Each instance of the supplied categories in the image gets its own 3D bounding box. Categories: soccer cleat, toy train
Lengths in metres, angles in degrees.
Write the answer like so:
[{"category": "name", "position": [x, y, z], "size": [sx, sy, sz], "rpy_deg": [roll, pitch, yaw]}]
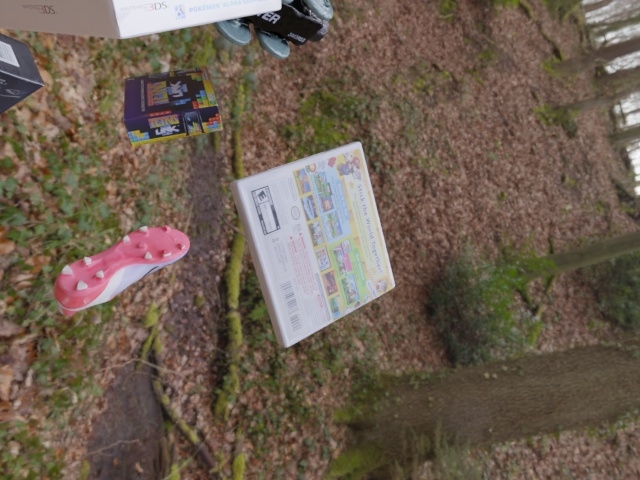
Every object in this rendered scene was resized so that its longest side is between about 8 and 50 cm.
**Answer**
[{"category": "soccer cleat", "position": [-0.336, 0.047, 0.888], "size": [0.083, 0.095, 0.248], "rpy_deg": [45, 41, 11]}, {"category": "toy train", "position": [-0.116, -0.391, 0.745], "size": [0.334, 0.142, 0.190], "rpy_deg": [-2, 67, -53]}]

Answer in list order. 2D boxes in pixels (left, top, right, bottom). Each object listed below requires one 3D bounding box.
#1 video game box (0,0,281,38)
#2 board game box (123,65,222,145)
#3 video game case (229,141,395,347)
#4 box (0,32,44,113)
[{"category": "video game box", "position": [-0.173, -0.232, 0.491], "size": [0.187, 0.205, 0.048], "rpy_deg": [-32, 130, -43]}, {"category": "board game box", "position": [-0.242, -0.224, 0.839], "size": [0.170, 0.141, 0.048], "rpy_deg": [-115, -163, -49]}, {"category": "video game case", "position": [0.000, 0.000, 0.706], "size": [0.026, 0.207, 0.226], "rpy_deg": [4, -67, 54]}, {"category": "box", "position": [-0.601, -0.284, 0.878], "size": [0.093, 0.159, 0.156], "rpy_deg": [65, 13, 5]}]
